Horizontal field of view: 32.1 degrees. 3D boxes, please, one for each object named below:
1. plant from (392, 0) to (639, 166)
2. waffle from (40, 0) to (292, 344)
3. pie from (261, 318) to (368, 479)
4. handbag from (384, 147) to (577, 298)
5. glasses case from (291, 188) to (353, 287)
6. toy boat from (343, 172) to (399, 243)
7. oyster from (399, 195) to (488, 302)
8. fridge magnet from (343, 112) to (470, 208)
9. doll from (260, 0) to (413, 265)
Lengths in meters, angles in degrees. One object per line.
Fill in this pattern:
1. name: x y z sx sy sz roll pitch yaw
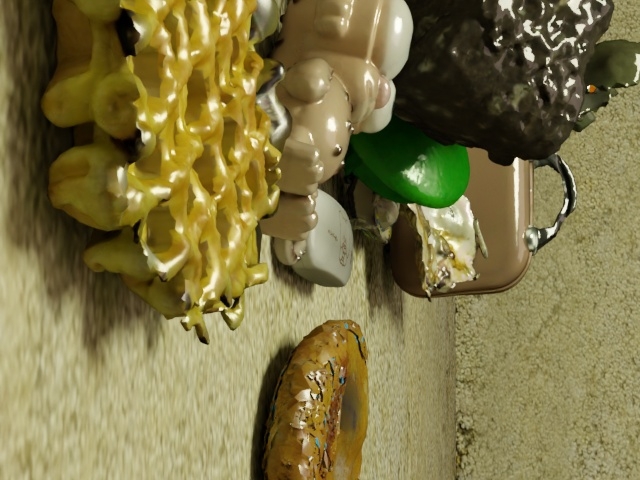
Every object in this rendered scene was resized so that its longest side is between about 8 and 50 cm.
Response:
1. plant: 0.186 -0.184 1.124 0.312 0.215 0.213 25 88 -41
2. waffle: -0.077 -0.092 0.637 0.329 0.062 0.329 -3 90 -80
3. pie: 0.003 0.197 0.990 0.273 0.069 0.273 -3 90 -80
4. handbag: 0.241 -0.063 1.676 0.149 0.283 0.302 27 62 -75
5. glasses case: 0.000 0.000 1.048 0.193 0.049 0.074 44 45 -76
6. toy boat: 0.068 -0.034 1.359 0.210 0.066 0.084 50 42 -74
7. oyster: 0.121 -0.077 1.494 0.201 0.107 0.354 -52 131 -48
8. fridge magnet: 0.086 -0.123 1.241 0.208 0.088 0.208 29 42 -29
9. doll: 0.000 -0.110 0.912 0.154 0.119 0.278 97 8 -48
